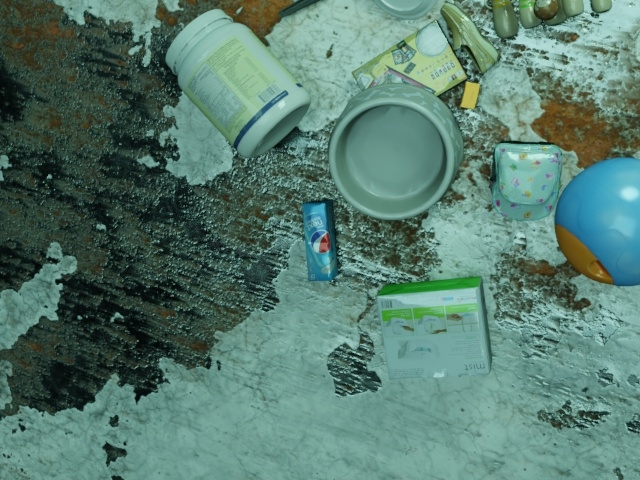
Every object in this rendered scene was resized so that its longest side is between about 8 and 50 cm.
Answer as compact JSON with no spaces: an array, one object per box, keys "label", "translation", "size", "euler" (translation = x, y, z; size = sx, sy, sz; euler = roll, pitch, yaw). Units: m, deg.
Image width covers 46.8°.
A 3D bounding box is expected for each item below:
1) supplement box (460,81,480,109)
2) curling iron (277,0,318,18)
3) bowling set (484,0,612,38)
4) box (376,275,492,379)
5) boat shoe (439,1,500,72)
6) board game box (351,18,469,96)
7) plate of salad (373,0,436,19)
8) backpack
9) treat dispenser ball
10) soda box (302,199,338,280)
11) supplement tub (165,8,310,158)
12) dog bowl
[{"label":"supplement box","translation":[0.361,-0.349,1.779],"size":[0.036,0.098,0.062],"euler":[13,103,10]},{"label":"curling iron","translation":[0.009,-0.640,1.860],"size":[0.274,0.035,0.068],"euler":[-31,87,19]},{"label":"bowling set","translation":[0.511,-0.564,1.646],"size":[0.287,0.200,0.154],"euler":[-12,96,15]},{"label":"box","translation":[0.296,0.227,1.900],"size":[0.262,0.127,0.231],"euler":[-8,99,18]},{"label":"boat shoe","translation":[0.344,-0.482,1.766],"size":[0.072,0.068,0.190],"euler":[-42,87,3]},{"label":"board game box","translation":[0.222,-0.410,1.838],"size":[0.243,0.042,0.165],"euler":[-28,92,19]},{"label":"plate of salad","translation":[0.194,-0.624,1.765],"size":[0.200,0.048,0.199],"euler":[23,145,17]},{"label":"backpack","translation":[0.489,-0.138,1.763],"size":[0.166,0.144,0.188],"euler":[4,105,10]},{"label":"treat dispenser ball","translation":[0.672,-0.041,1.648],"size":[0.288,0.288,0.288],"euler":[3,102,16]},{"label":"soda box","translation":[0.000,0.000,1.971],"size":[0.067,0.071,0.210],"euler":[-2,100,17]},{"label":"supplement tub","translation":[-0.209,-0.394,1.867],"size":[0.235,0.235,0.325],"euler":[-43,87,20]},{"label":"dog bowl","translation":[0.178,-0.208,1.830],"size":[0.349,0.102,0.348],"euler":[4,111,11]}]
